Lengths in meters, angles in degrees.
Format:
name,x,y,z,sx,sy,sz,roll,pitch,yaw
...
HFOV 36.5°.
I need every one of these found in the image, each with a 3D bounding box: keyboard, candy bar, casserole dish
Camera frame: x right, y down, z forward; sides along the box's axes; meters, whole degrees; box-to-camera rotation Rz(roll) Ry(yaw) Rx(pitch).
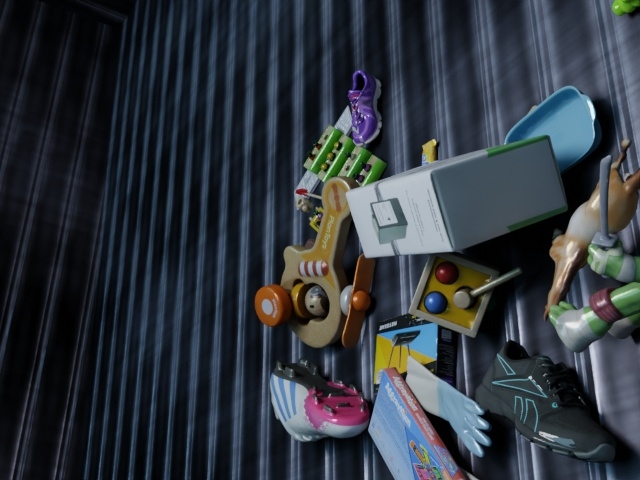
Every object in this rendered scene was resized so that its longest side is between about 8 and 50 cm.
name,x,y,z,sx,sy,sz,roll,pitch,yaw
keyboard,0.005,-0.181,2.155,0.256,0.014,0.072,-56,33,31
candy bar,0.196,-0.106,1.761,0.040,0.018,0.161,-28,52,54
casserole dish,0.352,-0.150,1.456,0.188,0.037,0.114,-42,56,47

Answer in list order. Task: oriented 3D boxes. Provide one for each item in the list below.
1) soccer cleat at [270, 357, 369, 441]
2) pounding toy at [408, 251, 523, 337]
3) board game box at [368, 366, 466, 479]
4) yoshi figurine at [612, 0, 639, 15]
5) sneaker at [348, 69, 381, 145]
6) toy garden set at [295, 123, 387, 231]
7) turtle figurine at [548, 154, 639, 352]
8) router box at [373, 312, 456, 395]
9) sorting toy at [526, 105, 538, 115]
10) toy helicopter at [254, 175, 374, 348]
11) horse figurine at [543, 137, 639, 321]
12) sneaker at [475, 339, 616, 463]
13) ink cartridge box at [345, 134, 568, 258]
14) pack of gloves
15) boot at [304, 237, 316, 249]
name,x,y,z,sx,sy,sz,roll,pitch,yaw
soccer cleat,-0.001,0.329,1.829,0.331,0.116,0.143,-155,66,-64
pounding toy,0.225,0.075,1.503,0.100,0.141,0.130,-20,-51,-78
board game box,0.152,0.347,1.537,0.281,0.027,0.145,-122,34,-49
yoshi figurine,0.399,-0.428,1.390,0.362,0.203,0.203,23,113,60
sneaker,0.080,-0.271,1.985,0.068,0.071,0.170,-17,60,33
toy garden set,0.012,-0.123,2.017,0.204,0.049,0.244,-58,35,7
turtle figurine,0.389,0.008,1.165,0.266,0.275,0.198,-48,3,47
router box,0.160,0.191,1.646,0.179,0.046,0.133,-26,55,55
sorting toy,0.338,-0.166,1.534,0.062,0.012,0.083,-55,33,37
toy helicopter,0.021,0.049,1.865,0.235,0.140,0.355,33,120,38
horse figurine,0.369,-0.032,1.283,0.263,0.066,0.174,-57,-1,35
sneaker,0.303,0.216,1.313,0.267,0.101,0.106,27,98,62
ink cartridge box,0.198,-0.062,1.478,0.289,0.211,0.121,-7,101,68
pack of gloves,0.206,0.308,1.509,0.232,0.046,0.195,-148,55,-60
boot,0.000,0.000,2.055,0.114,0.037,0.106,8,81,67
